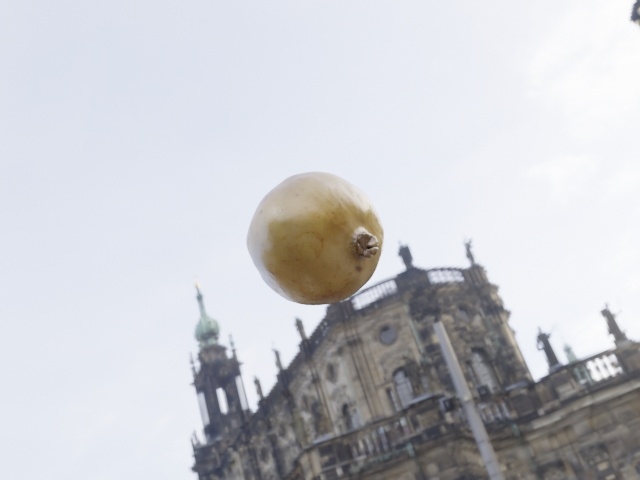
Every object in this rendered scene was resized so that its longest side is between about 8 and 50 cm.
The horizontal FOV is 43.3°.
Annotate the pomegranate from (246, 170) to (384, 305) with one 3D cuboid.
[{"bbox_3d":[0.000,0.000,1.084,0.196,0.196,0.196,-13,-32,-8],"label":"pomegranate"}]
